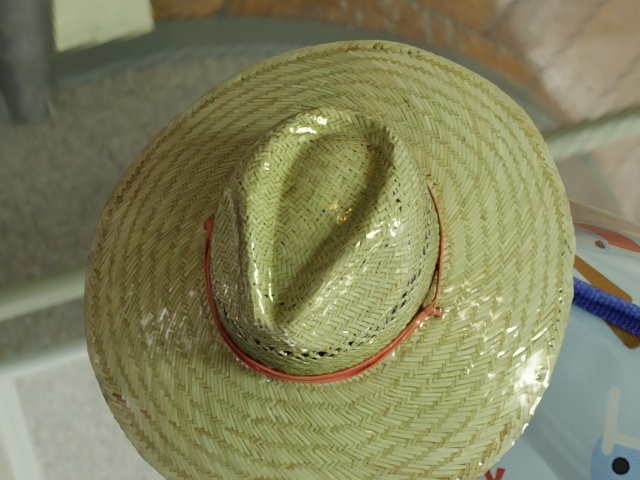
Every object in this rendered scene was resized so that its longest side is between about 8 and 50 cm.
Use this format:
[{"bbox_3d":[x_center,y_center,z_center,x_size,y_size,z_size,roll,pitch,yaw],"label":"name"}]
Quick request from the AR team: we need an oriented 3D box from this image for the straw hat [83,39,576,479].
[{"bbox_3d":[0.000,0.000,0.506,0.144,0.144,0.061,-22,161,-3],"label":"straw hat"}]

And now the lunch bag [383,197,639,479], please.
[{"bbox_3d":[0.203,0.130,0.903,0.385,0.328,0.239,26,100,5],"label":"lunch bag"}]
